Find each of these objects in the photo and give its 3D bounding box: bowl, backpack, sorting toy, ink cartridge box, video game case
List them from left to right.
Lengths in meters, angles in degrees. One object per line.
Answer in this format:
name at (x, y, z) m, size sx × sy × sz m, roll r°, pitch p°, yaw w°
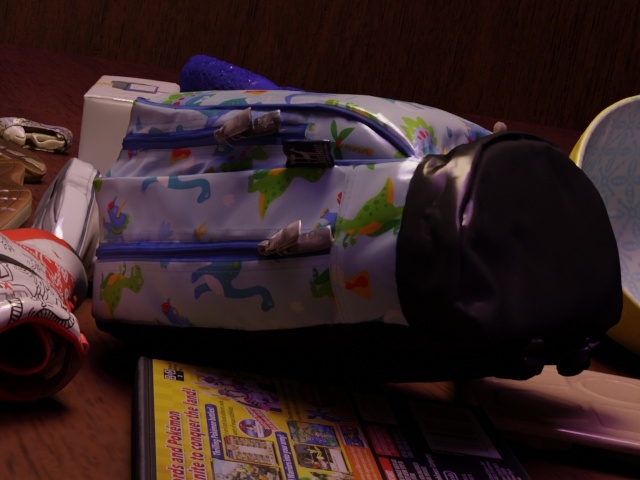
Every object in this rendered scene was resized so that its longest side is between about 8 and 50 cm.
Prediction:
ink cartridge box at (-0.197, -0.080, 1.553) m, size 0.093 × 0.154 × 0.212 m, roll 8°, pitch 12°, yaw -3°
backpack at (0.000, 0.000, 1.116) m, size 0.356 × 0.273 × 0.290 m, roll -17°, pitch -8°, yaw 30°
video game case at (0.009, 0.144, 0.934) m, size 0.248 × 0.035 × 0.275 m, roll 9°, pitch 12°, yaw -9°
sorting toy at (0.200, 0.134, 1.185) m, size 0.208 × 0.038 × 0.193 m, roll 15°, pitch 11°, yaw -2°
bowl at (0.339, 0.016, 1.506) m, size 0.289 × 0.289 × 0.156 m, roll 7°, pitch -31°, yaw -22°

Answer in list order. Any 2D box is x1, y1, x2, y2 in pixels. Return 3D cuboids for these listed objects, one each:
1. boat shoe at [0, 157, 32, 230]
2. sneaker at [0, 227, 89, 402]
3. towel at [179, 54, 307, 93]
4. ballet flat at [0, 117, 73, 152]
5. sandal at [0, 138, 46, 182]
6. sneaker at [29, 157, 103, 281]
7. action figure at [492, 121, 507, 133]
boat shoe at (-0.289, -0.005, 1.261) m, size 0.105 × 0.089 × 0.285 m, roll 3°, pitch 13°, yaw -4°
sneaker at (-0.210, 0.056, 1.065) m, size 0.145 × 0.090 × 0.270 m, roll 49°, pitch 2°, yaw 21°
towel at (-0.021, -0.064, 1.495) m, size 0.076 × 0.227 × 0.308 m, roll -30°, pitch 29°, yaw -21°
ballet flat at (-0.378, -0.135, 1.976) m, size 0.114 × 0.041 × 0.041 m, roll 7°, pitch 12°, yaw -18°
sandal at (-0.405, -0.105, 1.784) m, size 0.180 × 0.049 × 0.072 m, roll 29°, pitch 20°, yaw 12°
sneaker at (-0.204, -0.002, 1.329) m, size 0.091 × 0.094 × 0.258 m, roll 34°, pitch 18°, yaw -13°
action figure at (0.323, -0.027, 1.770) m, size 0.330 × 0.178 × 0.341 m, roll 23°, pitch 42°, yaw 30°
